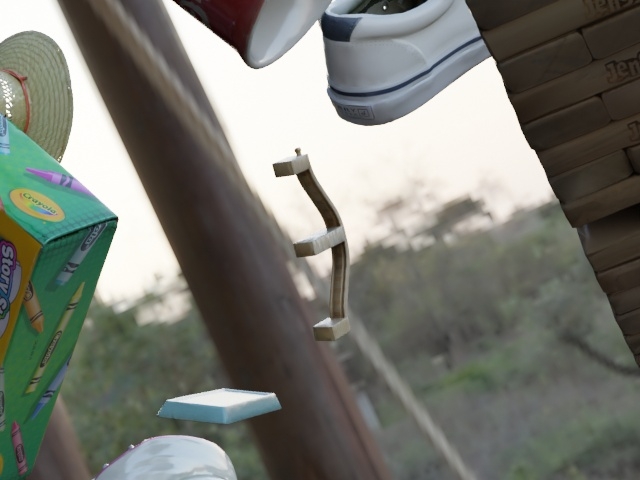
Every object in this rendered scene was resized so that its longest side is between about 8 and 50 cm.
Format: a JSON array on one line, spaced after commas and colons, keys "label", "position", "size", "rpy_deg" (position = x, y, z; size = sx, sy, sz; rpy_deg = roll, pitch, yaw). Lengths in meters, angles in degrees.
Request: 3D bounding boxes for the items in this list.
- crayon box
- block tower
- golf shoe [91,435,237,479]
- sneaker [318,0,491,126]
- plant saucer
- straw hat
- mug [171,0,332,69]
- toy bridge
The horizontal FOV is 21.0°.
[{"label": "crayon box", "position": [-0.271, 0.051, 1.325], "size": [0.081, 0.165, 0.278], "rpy_deg": [-22, -36, -48]}, {"label": "block tower", "position": [0.122, -0.053, 0.637], "size": [0.097, 0.091, 0.335], "rpy_deg": [-23, -37, 12]}, {"label": "golf shoe", "position": [-0.146, 0.260, 1.032], "size": [0.306, 0.140, 0.115], "rpy_deg": [-49, -40, 6]}, {"label": "sneaker", "position": [0.100, -0.179, 1.188], "size": [0.094, 0.091, 0.258], "rpy_deg": [22, 50, 36]}, {"label": "plant saucer", "position": [-0.091, 0.153, 1.608], "size": [0.067, 0.018, 0.192], "rpy_deg": [5, -1, 13]}, {"label": "straw hat", "position": [-0.261, -0.105, 1.360], "size": [0.144, 0.144, 0.061], "rpy_deg": [-26, -25, 35]}, {"label": "mug", "position": [-0.057, -0.190, 0.842], "size": [0.150, 0.169, 0.113], "rpy_deg": [-54, -10, -8]}, {"label": "toy bridge", "position": [0.000, 0.000, 1.680], "size": [0.026, 0.188, 0.063], "rpy_deg": [-6, 12, 36]}]
